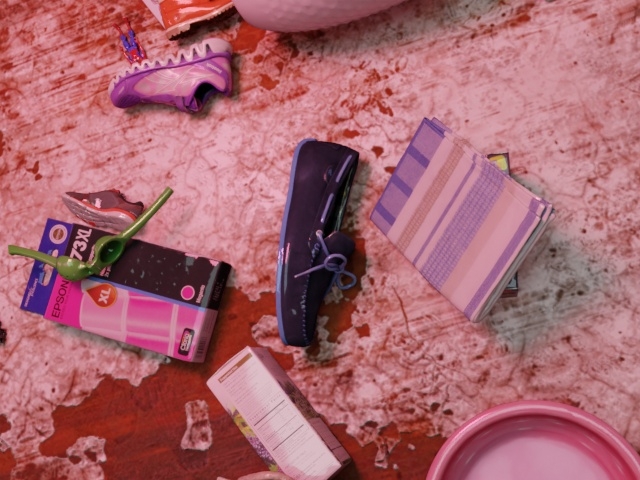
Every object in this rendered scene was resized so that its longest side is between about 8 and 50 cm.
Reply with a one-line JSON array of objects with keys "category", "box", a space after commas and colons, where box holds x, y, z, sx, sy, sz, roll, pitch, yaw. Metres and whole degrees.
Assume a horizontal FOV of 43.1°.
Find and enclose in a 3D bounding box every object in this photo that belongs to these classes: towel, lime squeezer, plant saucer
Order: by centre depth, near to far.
[{"category": "plant saucer", "box": [0.316, 0.398, 1.175, 0.332, 0.084, 0.332, -2, 81, 12]}, {"category": "towel", "box": [0.201, -0.038, 1.216, 0.285, 0.034, 0.209, 48, 118, 41]}, {"category": "lime squeezer", "box": [-0.380, 0.009, 1.361, 0.310, 0.059, 0.110, -20, 43, 8]}]

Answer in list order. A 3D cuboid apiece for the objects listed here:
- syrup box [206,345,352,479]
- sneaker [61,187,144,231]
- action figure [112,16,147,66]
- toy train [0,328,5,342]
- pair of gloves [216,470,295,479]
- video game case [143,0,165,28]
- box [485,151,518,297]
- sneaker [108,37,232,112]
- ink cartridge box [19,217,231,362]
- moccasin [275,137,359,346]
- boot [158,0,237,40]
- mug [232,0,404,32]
[{"category": "syrup box", "box": [-0.064, 0.284, 1.274, 0.096, 0.093, 0.237, -42, 75, 4]}, {"category": "sneaker", "box": [-0.381, -0.063, 1.434, 0.158, 0.061, 0.065, 18, 58, 14]}, {"category": "action figure", "box": [-0.346, -0.354, 1.481, 0.038, 0.030, 0.115, -27, 78, 2]}, {"category": "toy train", "box": [-0.613, 0.121, 1.460, 0.036, 0.027, 0.158, -35, 75, 9]}, {"category": "pair of gloves", "box": [-0.057, 0.449, 1.213, 0.204, 0.042, 0.240, 6, 118, 12]}, {"category": "video game case", "box": [-0.258, -0.480, 1.486, 0.157, 0.019, 0.143, -39, 75, 4]}, {"category": "box", "box": [0.277, -0.020, 1.239, 0.036, 0.114, 0.206, -4, 80, 12]}, {"category": "sneaker", "box": [-0.256, -0.267, 1.416, 0.236, 0.095, 0.104, -17, 85, 8]}, {"category": "ink cartridge box", "box": [-0.350, 0.078, 1.393, 0.371, 0.069, 0.175, 13, 83, 17]}, {"category": "moccasin", "box": [0.000, 0.000, 1.288, 0.117, 0.138, 0.341, 4, 82, 9]}, {"category": "boot", "box": [-0.210, -0.421, 1.433, 0.158, 0.059, 0.084, -20, 91, 3]}, {"category": "mug", "box": [-0.010, -0.526, 1.291, 0.328, 0.276, 0.374, -19, 98, 15]}]
